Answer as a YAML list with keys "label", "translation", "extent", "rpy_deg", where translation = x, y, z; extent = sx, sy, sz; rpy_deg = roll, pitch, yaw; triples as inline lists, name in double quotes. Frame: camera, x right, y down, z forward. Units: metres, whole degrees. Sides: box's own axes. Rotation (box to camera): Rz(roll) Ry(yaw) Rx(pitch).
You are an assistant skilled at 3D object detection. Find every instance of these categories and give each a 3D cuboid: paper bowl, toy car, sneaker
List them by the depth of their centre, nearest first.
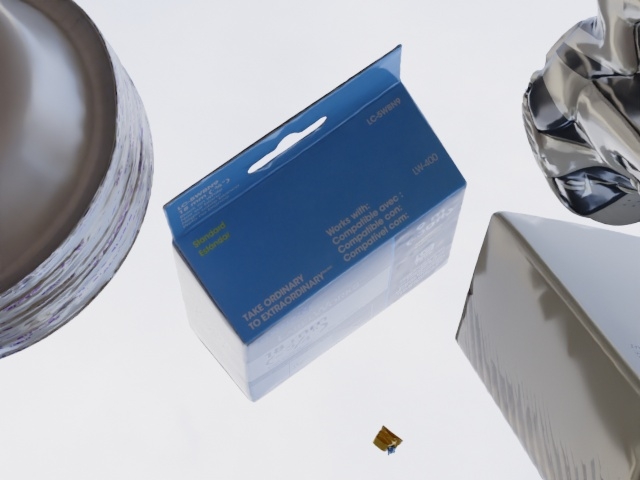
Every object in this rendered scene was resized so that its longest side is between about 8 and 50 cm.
- label: "sneaker"
  translation: [0.157, -0.025, 0.668]
  extent: [0.235, 0.094, 0.153]
  rpy_deg: [107, -35, -61]
- label: "paper bowl"
  translation: [-0.268, -0.065, 1.168]
  extent: [0.284, 0.148, 0.284]
  rpy_deg: [-5, -114, 11]
- label: "toy car"
  translation: [0.069, 0.224, 1.462]
  extent: [0.060, 0.040, 0.122]
  rpy_deg: [-42, -98, 23]

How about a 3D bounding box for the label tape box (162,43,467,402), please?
- label: "label tape box"
  translation: [0.000, 0.000, 1.475]
  extent: [0.241, 0.333, 0.106]
  rpy_deg: [-36, -105, -11]

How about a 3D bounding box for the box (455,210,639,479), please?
- label: "box"
  translation: [0.169, 0.080, 0.928]
  extent: [0.275, 0.113, 0.094]
  rpy_deg: [-116, -141, -66]
